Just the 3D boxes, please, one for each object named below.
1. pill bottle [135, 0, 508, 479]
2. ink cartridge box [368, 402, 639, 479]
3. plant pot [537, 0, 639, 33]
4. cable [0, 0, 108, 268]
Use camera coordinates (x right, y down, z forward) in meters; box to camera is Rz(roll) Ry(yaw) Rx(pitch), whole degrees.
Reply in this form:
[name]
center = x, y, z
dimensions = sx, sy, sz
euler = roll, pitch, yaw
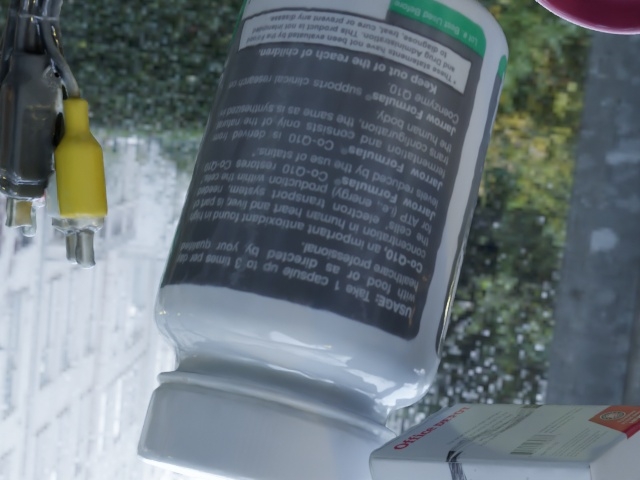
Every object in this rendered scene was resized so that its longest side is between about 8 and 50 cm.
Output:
[pill bottle]
center = 0.000, 0.000, 0.858
dimensions = 0.204, 0.361, 0.204
euler = 14, 166, 4
[ink cartridge box]
center = 0.122, 0.143, 0.731
dimensions = 0.150, 0.063, 0.109
euler = -6, -172, 39
[plant pot]
center = 0.320, -0.349, 1.271
dimensions = 0.201, 0.180, 0.201
euler = 21, 159, 8
[cable]
center = -0.184, -0.129, 0.819
dimensions = 0.072, 0.287, 0.139
euler = 1, -167, -41
